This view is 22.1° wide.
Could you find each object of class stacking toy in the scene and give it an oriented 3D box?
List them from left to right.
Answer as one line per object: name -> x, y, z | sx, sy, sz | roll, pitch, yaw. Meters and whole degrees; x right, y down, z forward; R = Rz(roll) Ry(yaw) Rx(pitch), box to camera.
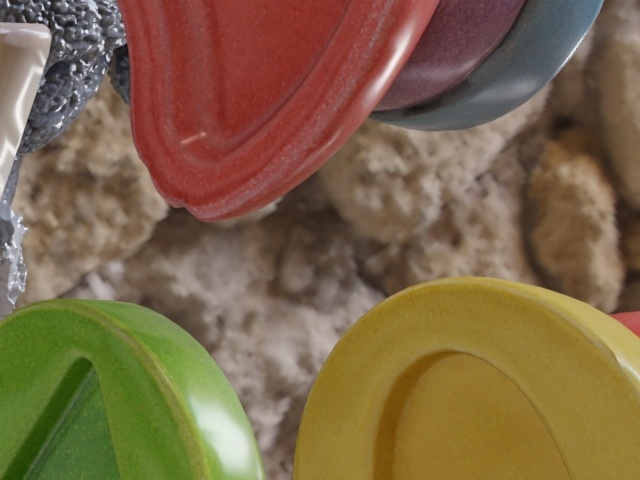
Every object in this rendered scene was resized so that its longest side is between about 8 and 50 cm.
stacking toy -> 0.000, 0.000, 0.506 | 0.279, 0.130, 0.309 | -24, -103, 42

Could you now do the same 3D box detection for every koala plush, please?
koala plush -> -0.198, -0.072, 0.861 | 0.196, 0.221, 0.203 | 32, 16, 4
